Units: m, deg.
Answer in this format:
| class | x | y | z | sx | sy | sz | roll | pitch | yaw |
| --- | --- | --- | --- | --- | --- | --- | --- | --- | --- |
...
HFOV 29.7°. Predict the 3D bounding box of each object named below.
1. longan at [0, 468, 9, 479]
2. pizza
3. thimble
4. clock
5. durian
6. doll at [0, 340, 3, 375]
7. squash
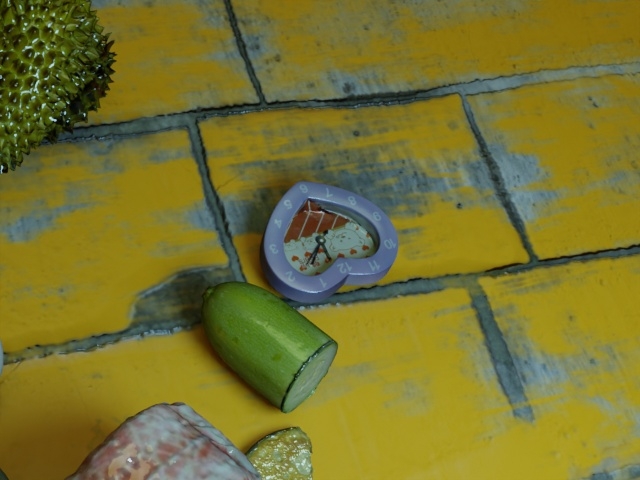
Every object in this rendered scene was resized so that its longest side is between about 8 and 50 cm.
| class | x | y | z | sx | sy | sz | roll | pitch | yaw |
| --- | --- | --- | --- | --- | --- | --- | --- | --- | --- |
| longan | -0.434 | 0.318 | 1.262 | 0.248 | 0.248 | 0.248 | 7 | 58 | -12 |
| pizza | -0.047 | 0.296 | 1.515 | 0.123 | 0.026 | 0.108 | -30 | 74 | -32 |
| thimble | -0.189 | 0.305 | 1.350 | 0.162 | 0.239 | 0.239 | 43 | 58 | 12 |
| clock | 0.000 | 0.000 | 1.687 | 0.198 | 0.064 | 0.172 | -18 | 66 | -25 |
| durian | -0.407 | -0.228 | 1.609 | 0.258 | 0.258 | 0.293 | 31 | 61 | 4 |
| doll | -0.485 | 0.154 | 1.400 | 0.221 | 0.221 | 0.251 | 28 | 78 | 1 |
| squash | -0.079 | 0.125 | 1.559 | 0.187 | 0.123 | 0.123 | 36 | 56 | 11 |
